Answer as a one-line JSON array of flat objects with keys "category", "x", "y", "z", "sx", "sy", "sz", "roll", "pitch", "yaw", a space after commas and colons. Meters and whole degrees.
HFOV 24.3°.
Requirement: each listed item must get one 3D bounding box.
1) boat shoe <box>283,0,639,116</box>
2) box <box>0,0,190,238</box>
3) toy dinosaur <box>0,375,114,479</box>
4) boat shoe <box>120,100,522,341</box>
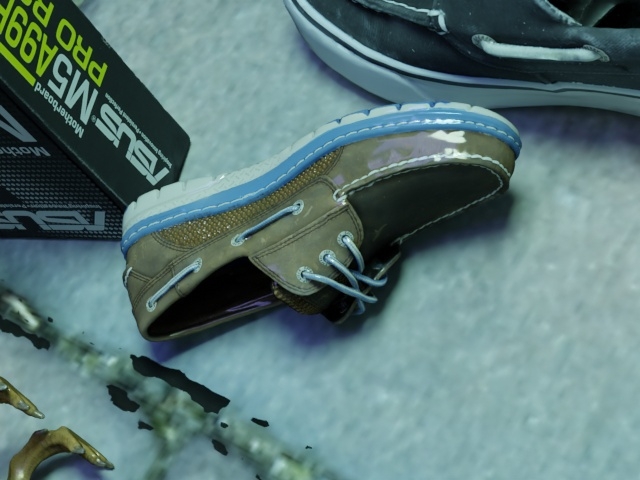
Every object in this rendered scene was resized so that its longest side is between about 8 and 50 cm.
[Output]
[{"category": "boat shoe", "x": 0.099, "y": -0.106, "z": 0.590, "sx": 0.301, "sy": 0.102, "sz": 0.108, "roll": 20, "pitch": 72, "yaw": 35}, {"category": "box", "x": -0.226, "y": -0.079, "z": 0.670, "sx": 0.270, "sy": 0.216, "sz": 0.060, "roll": 2, "pitch": 61, "yaw": 27}, {"category": "toy dinosaur", "x": -0.155, "y": 0.110, "z": 0.615, "sx": 0.211, "sy": 0.064, "sz": 0.112, "roll": 34, "pitch": 81, "yaw": 38}, {"category": "boat shoe", "x": 0.000, "y": 0.000, "z": 0.608, "sx": 0.183, "sy": 0.066, "sz": 0.066, "roll": -19, "pitch": 59, "yaw": 28}]
